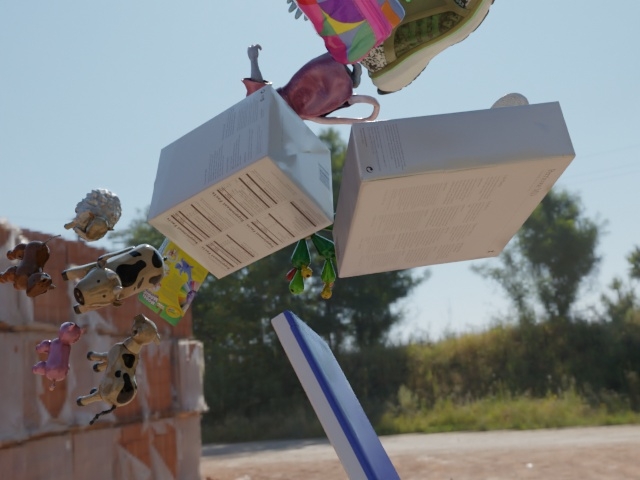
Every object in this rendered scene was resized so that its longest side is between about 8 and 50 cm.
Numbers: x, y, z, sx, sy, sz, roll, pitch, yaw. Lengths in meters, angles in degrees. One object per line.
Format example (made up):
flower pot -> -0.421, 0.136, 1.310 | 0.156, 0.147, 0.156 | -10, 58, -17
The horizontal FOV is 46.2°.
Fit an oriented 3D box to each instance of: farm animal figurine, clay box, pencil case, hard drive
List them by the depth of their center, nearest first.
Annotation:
pencil case -> -0.006, -0.290, 0.754 | 0.105, 0.104, 0.236 | -14, -43, 32
hard drive -> 0.036, 0.277, 1.195 | 0.040, 0.318, 0.210 | -32, -30, 4
farm animal figurine -> -0.381, 0.104, 1.345 | 0.172, 0.330, 0.326 | -14, 25, 31
clay box -> -0.351, 0.085, 1.810 | 0.053, 0.222, 0.127 | -12, -47, 49

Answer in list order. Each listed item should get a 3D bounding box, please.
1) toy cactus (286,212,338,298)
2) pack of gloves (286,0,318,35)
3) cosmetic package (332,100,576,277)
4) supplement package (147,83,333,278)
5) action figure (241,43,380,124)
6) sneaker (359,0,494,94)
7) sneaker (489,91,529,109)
toy cactus -> 0.000, 0.000, 1.448 | 0.219, 0.180, 0.112 | -46, -9, 0
pack of gloves -> 0.033, -0.618, 1.841 | 0.195, 0.232, 0.046 | 36, 15, 9
cosmetic package -> 0.174, -0.061, 1.131 | 0.285, 0.097, 0.377 | -5, -21, -6
supplement package -> -0.140, -0.101, 1.361 | 0.263, 0.199, 0.198 | -26, -48, 24
action figure -> -0.078, -0.300, 1.744 | 0.370, 0.275, 0.248 | -28, -19, -3
sneaker -> 0.168, -0.423, 1.328 | 0.182, 0.158, 0.410 | 26, -40, -22
sneaker -> 0.354, -0.176, 1.411 | 0.126, 0.091, 0.240 | -25, -39, -39
